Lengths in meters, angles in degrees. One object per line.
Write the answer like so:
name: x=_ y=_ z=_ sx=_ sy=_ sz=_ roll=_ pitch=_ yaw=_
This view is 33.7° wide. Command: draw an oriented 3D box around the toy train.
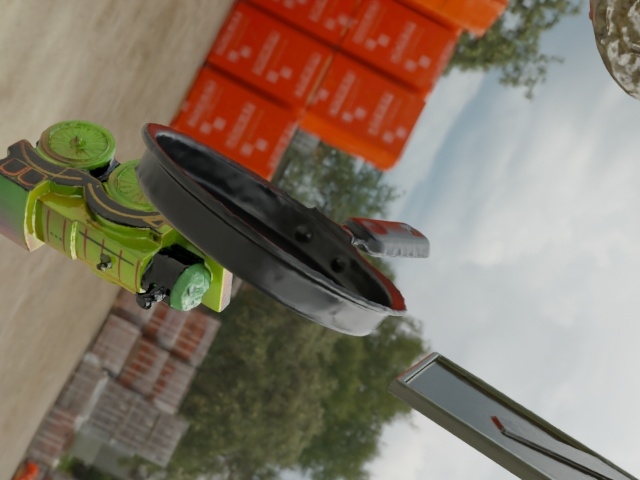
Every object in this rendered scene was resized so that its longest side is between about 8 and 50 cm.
toy train: x=-0.210 y=-0.020 z=1.107 sx=0.160 sy=0.296 sz=0.100 roll=-44 pitch=154 yaw=-44

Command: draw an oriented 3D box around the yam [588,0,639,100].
yam: x=0.195 y=-0.169 z=0.514 sx=0.129 sy=0.128 sz=0.238 roll=-45 pitch=-154 yaw=51

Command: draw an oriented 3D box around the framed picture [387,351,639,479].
framed picture: x=0.204 y=0.199 z=1.056 sx=0.018 sy=0.265 sz=0.192 roll=-61 pitch=165 yaw=12

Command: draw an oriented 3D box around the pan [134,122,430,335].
pan: x=0.000 y=0.000 z=0.497 sx=0.028 sy=0.136 sz=0.235 roll=-56 pitch=155 yaw=12
